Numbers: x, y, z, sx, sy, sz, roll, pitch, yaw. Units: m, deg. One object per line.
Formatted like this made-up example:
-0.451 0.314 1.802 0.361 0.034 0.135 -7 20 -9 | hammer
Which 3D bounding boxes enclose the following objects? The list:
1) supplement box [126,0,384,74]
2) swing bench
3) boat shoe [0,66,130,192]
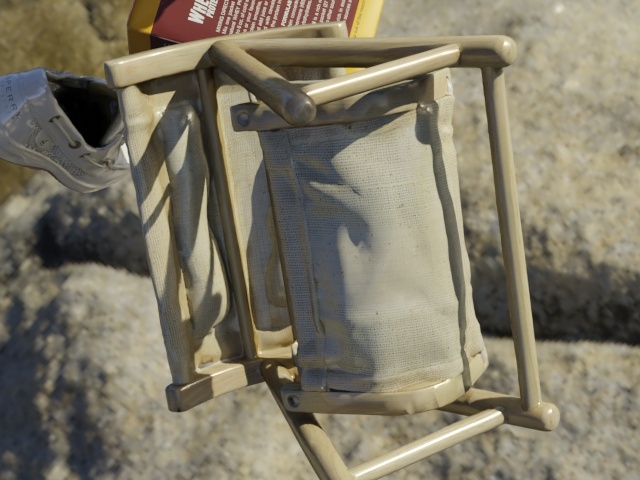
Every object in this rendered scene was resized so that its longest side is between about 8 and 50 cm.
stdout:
-0.045 -0.215 1.187 0.129 0.194 0.191 113 172 -75 | supplement box
0.000 0.000 0.900 0.165 0.253 0.254 -18 20 -28 | swing bench
-0.224 -0.110 1.341 0.096 0.277 0.098 -21 82 15 | boat shoe
